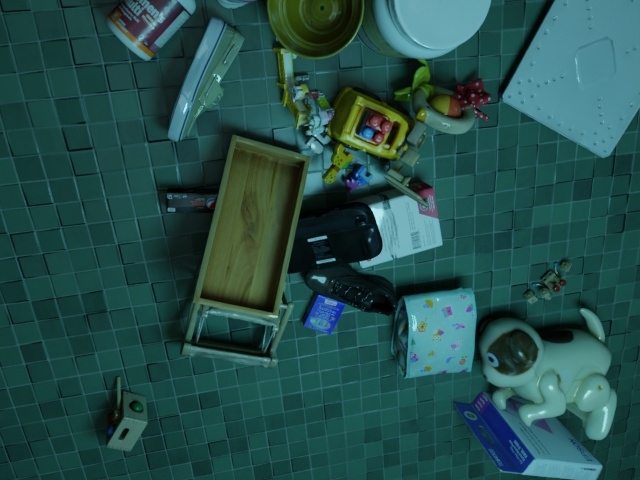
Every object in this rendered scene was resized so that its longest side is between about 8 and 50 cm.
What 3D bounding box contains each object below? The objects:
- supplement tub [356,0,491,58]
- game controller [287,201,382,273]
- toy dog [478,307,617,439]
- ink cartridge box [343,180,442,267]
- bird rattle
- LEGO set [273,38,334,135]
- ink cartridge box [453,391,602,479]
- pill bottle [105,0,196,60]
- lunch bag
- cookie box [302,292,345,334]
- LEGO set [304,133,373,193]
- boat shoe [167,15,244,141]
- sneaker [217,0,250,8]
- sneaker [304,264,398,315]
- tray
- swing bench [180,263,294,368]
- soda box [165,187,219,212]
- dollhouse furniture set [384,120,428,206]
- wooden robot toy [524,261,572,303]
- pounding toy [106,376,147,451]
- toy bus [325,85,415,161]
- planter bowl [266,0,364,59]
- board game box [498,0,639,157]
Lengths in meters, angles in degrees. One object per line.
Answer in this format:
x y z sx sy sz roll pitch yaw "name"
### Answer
0.205 -0.521 1.127 0.235 0.325 0.236 -3 111 -9 "supplement tub"
0.000 0.000 1.365 0.318 0.067 0.167 -11 124 21 "game controller"
0.672 0.375 1.571 0.407 0.284 0.396 19 102 -15 "toy dog"
0.196 -0.045 1.419 0.237 0.100 0.172 -16 111 -5 "ink cartridge box"
0.310 -0.332 1.292 0.253 0.207 0.143 22 137 -14 "bird rattle"
-0.034 -0.389 1.252 0.107 0.132 0.287 -15 83 -22 "LEGO set"
0.633 0.598 1.615 0.329 0.324 0.072 13 106 -16 "ink cartridge box"
-0.352 -0.515 1.133 0.221 0.121 0.121 -44 111 7 "pill bottle"
0.334 0.257 1.526 0.223 0.160 0.263 -5 116 -8 "lunch bag"
0.010 0.210 1.508 0.091 0.040 0.107 21 105 -17 "cookie box"
0.046 -0.180 1.314 0.227 0.087 0.093 38 93 -35 "LEGO set"
-0.271 -0.365 1.212 0.094 0.109 0.303 22 102 -19 "boat shoe"
-0.117 -0.592 1.154 0.252 0.111 0.103 -25 112 -1 "sneaker"
0.094 0.137 1.451 0.286 0.130 0.109 14 108 -14 "sneaker"
-0.167 -0.031 1.273 0.202 0.076 0.412 14 81 -13 "tray"
-0.232 0.229 1.403 0.253 0.165 0.255 12 108 -15 "swing bench"
-0.307 -0.101 1.324 0.168 0.060 0.054 1 107 -11 "soda box"
0.251 -0.181 1.271 0.123 0.144 0.151 34 95 11 "dollhouse furniture set"
0.726 0.146 1.609 0.173 0.076 0.079 -46 122 8 "wooden robot toy"
-0.557 0.490 1.465 0.100 0.130 0.141 26 104 -31 "pounding toy"
0.144 -0.273 1.268 0.220 0.211 0.150 19 104 -18 "toy bus"
-0.004 -0.520 1.154 0.217 0.090 0.217 5 111 12 "planter bowl"
0.725 -0.477 1.390 0.389 0.050 0.390 22 105 -18 "board game box"
